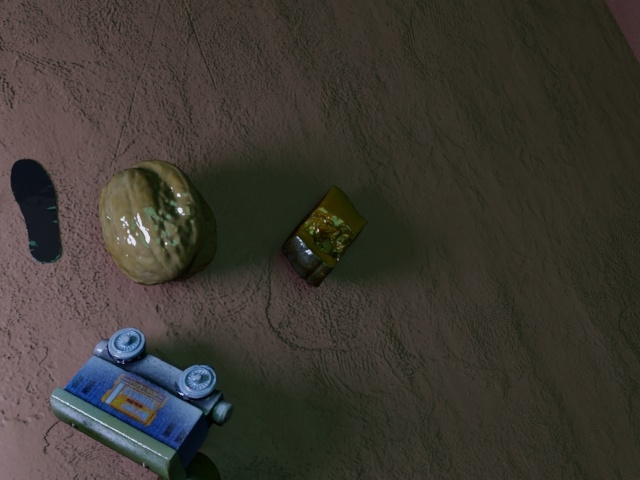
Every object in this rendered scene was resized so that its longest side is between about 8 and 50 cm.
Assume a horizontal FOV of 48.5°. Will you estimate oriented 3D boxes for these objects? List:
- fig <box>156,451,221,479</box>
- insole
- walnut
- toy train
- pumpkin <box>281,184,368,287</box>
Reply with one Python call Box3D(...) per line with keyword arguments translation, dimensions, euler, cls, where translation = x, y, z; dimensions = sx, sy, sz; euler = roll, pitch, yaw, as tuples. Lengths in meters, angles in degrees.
Box3D(translation=(-0.204, 0.483, 1.351), dimensions=(0.236, 0.124, 0.124), euler=(35, 58, -34), cls="fig")
Box3D(translation=(-0.575, -0.062, 1.447), dimensions=(0.080, 0.003, 0.232), euler=(-12, 76, -26), cls="insole")
Box3D(translation=(-0.330, -0.036, 1.426), dimensions=(0.224, 0.257, 0.257), euler=(-6, 70, -58), cls="walnut")
Box3D(translation=(-0.322, 0.294, 1.297), dimensions=(0.300, 0.131, 0.202), euler=(22, 51, 19), cls="toy train")
Box3D(translation=(0.001, -0.001, 1.611), dimensions=(0.131, 0.126, 0.248), euler=(39, 41, 4), cls="pumpkin")
